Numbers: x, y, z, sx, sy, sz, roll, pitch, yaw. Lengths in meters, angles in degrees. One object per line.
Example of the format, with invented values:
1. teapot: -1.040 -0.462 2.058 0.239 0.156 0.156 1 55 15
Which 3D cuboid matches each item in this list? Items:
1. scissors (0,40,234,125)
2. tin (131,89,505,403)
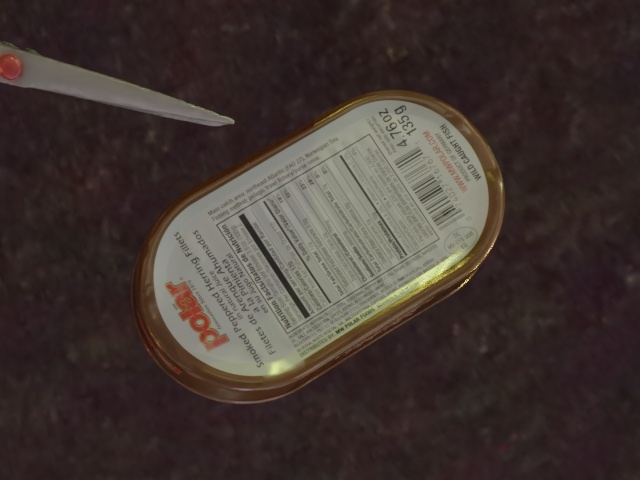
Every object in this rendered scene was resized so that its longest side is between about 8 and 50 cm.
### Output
1. scissors: -0.198 -0.114 0.893 0.297 0.021 0.109 2 110 14
2. tin: 0.000 0.000 0.721 0.190 0.106 0.040 -31 169 -15
